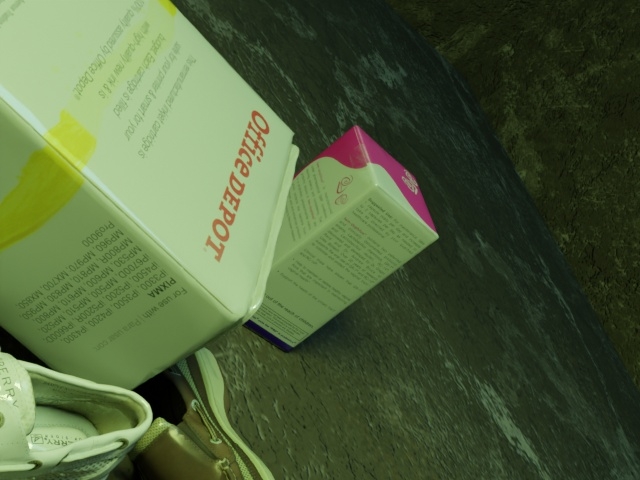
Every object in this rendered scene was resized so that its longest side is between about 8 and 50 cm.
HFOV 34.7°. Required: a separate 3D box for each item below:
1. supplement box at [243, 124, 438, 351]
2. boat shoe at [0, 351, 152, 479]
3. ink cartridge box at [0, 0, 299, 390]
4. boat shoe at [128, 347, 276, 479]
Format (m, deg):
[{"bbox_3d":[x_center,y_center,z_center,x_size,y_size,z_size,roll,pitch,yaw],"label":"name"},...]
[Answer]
[{"bbox_3d":[0.000,0.000,1.104,0.114,0.220,0.111,36,25,-34],"label":"supplement box"},{"bbox_3d":[-0.219,0.105,0.643,0.277,0.096,0.098,18,39,-55],"label":"boat shoe"},{"bbox_3d":[-0.212,-0.105,0.773,0.384,0.160,0.279,45,28,-21],"label":"ink cartridge box"},{"bbox_3d":[-0.107,0.172,0.786,0.095,0.095,0.257,28,18,-41],"label":"boat shoe"}]
